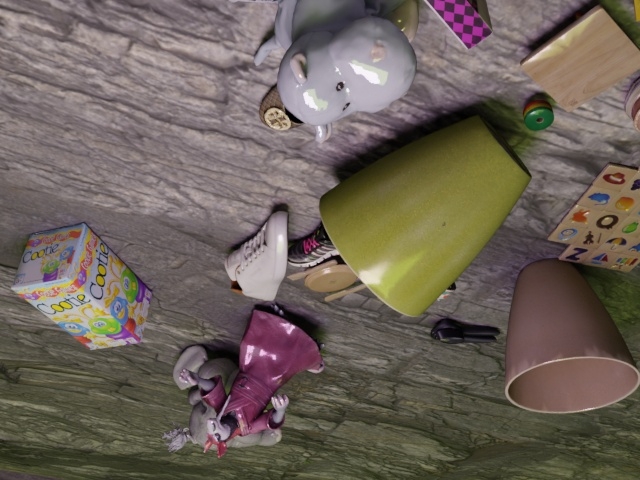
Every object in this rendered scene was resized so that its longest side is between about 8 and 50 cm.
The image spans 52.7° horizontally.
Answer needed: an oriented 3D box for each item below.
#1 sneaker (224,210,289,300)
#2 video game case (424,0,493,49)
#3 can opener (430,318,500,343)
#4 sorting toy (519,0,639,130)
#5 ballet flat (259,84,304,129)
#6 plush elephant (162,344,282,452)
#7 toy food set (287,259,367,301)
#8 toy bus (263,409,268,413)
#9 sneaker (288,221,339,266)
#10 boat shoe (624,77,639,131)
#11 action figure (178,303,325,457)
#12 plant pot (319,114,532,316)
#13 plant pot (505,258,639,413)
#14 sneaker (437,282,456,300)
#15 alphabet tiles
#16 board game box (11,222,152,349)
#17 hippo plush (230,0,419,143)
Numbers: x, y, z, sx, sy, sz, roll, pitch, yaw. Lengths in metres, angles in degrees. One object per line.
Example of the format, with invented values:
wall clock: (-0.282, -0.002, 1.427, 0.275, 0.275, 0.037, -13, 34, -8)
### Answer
sneaker: (-0.135, 0.040, 1.344, 0.123, 0.106, 0.290, 7, 143, -11)
video game case: (0.108, -0.359, 0.732, 0.041, 0.210, 0.232, -29, 132, 33)
can opener: (0.362, 0.238, 1.618, 0.186, 0.073, 0.059, 7, 135, -21)
sorting toy: (0.393, -0.279, 0.954, 0.132, 0.046, 0.274, 29, 135, -30)
ballet flat: (0.007, -0.231, 1.025, 0.249, 0.058, 0.084, -18, 137, 24)
plush elephant: (-0.263, 0.416, 1.754, 0.330, 0.271, 0.256, 0, 116, -54)
toy food set: (0.020, 0.076, 1.420, 0.132, 0.039, 0.192, -21, 152, 19)
toy bus: (-0.289, 0.568, 2.036, 0.202, 0.104, 0.191, -11, 141, 18)
sneaker: (0.000, 0.000, 1.324, 0.170, 0.063, 0.075, -16, 139, 15)
boat shoe: (0.638, -0.217, 0.965, 0.324, 0.117, 0.123, -16, 139, 22)
action figure: (-0.170, 0.348, 1.558, 0.248, 0.370, 0.276, 29, 160, 15)
plant pot: (0.195, -0.066, 1.098, 0.293, 0.275, 0.274, -41, 127, 22)
plant pot: (0.504, 0.184, 1.363, 0.256, 0.274, 0.257, 2, 142, 2)
sneaker: (0.219, 0.103, 1.447, 0.161, 0.057, 0.075, 14, 135, -19)
alphabet tiles: (0.632, -0.048, 1.272, 0.285, 0.011, 0.343, 10, 142, -9)
board game box: (-0.513, 0.110, 1.423, 0.144, 0.142, 0.275, -11, 141, 16)
hippo plush: (0.006, -0.277, 0.821, 0.294, 0.237, 0.234, -8, 141, 13)
